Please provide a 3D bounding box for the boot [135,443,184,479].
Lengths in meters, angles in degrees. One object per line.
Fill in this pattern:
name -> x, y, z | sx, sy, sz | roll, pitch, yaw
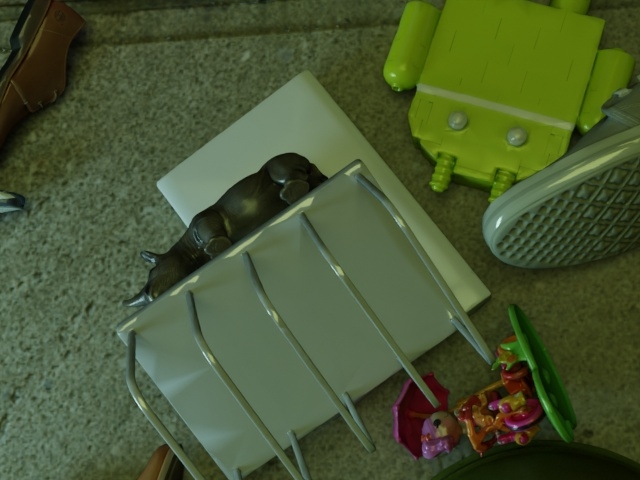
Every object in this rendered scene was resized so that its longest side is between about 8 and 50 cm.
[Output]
boot -> -0.232, 0.268, 1.164 | 0.152, 0.073, 0.197 | 22, 78, 16

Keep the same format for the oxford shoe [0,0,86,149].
oxford shoe -> -0.320, -0.163, 1.283 | 0.076, 0.076, 0.212 | 26, 92, -27

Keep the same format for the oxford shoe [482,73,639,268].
oxford shoe -> 0.350, -0.114, 1.136 | 0.449, 0.169, 0.130 | -30, 57, 0

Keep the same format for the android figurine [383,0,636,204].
android figurine -> 0.190, -0.166, 1.217 | 0.248, 0.056, 0.273 | 18, 78, 11

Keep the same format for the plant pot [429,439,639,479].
plant pot -> 0.194, 0.334, 0.942 | 0.366, 0.353, 0.366 | -2, 77, 7

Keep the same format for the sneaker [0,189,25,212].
sneaker -> -0.379, -0.022, 1.268 | 0.135, 0.052, 0.058 | -10, 85, 13

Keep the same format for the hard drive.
hard drive -> 0.000, 0.000, 1.210 | 0.203, 0.040, 0.307 | -37, 74, -2

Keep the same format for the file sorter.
file sorter -> -0.011, 0.095, 1.044 | 0.277, 0.173, 0.193 | -35, 106, -1

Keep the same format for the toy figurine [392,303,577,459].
toy figurine -> 0.144, 0.161, 1.104 | 0.159, 0.173, 0.130 | -28, 110, 13

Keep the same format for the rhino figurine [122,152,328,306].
rhino figurine -> -0.091, -0.002, 1.156 | 0.243, 0.106, 0.073 | -35, 116, 0
